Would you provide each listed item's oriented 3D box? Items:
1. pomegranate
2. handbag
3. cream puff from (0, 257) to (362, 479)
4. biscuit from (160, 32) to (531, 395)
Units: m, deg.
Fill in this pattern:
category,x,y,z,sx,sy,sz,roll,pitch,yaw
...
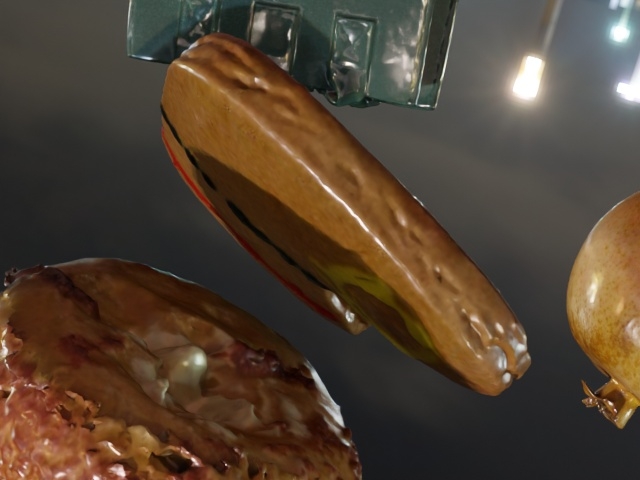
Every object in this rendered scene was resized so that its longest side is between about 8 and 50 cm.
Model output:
category,x,y,z,sx,sy,sz,roll,pitch,yaw
pomegranate,0.428,0.086,1.746,0.319,0.319,0.319,15,-167,-4
handbag,-0.027,-0.261,1.488,0.326,0.238,0.089,13,-170,20
cream puff,-0.095,0.112,0.812,0.240,0.164,0.240,24,-152,-13
biscuit,-0.001,0.001,0.908,0.262,0.052,0.277,47,167,1
